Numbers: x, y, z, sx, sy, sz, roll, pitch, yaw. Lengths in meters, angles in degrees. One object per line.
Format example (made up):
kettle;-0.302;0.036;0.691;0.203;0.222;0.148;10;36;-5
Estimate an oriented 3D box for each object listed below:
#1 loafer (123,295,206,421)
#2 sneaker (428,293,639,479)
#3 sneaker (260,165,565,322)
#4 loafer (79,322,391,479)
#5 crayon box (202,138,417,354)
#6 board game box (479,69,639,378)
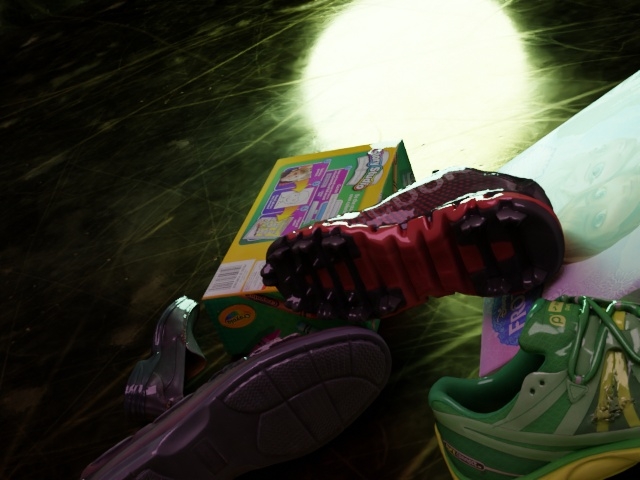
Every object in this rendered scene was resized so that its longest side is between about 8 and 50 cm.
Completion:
loafer;-0.147;0.124;0.960;0.061;0.062;0.170;8;40;7
sneaker;0.200;0.087;0.639;0.295;0.123;0.109;-32;4;23
sneaker;0.083;0.000;0.832;0.276;0.098;0.135;-11;23;24
loafer;-0.083;0.155;0.817;0.302;0.109;0.095;-32;28;-11
crayon box;0.000;0.000;1.026;0.165;0.081;0.278;-7;34;23
board game box;0.282;-0.041;0.799;0.318;0.066;0.319;-37;21;31
